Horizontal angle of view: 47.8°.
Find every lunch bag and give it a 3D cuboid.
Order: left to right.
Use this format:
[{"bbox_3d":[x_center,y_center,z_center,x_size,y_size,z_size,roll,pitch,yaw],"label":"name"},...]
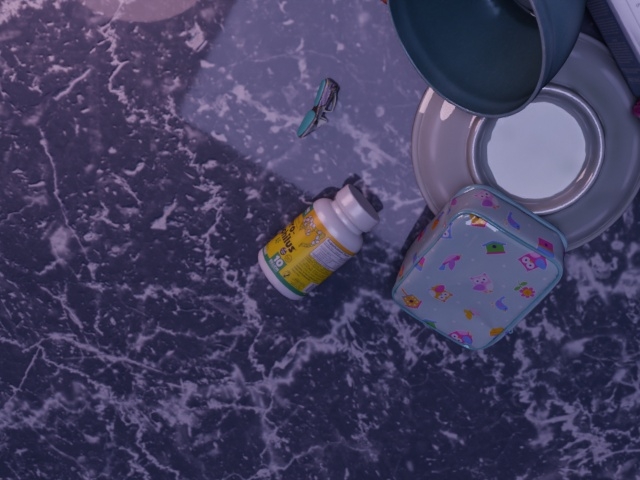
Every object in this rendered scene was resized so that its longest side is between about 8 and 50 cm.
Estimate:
[{"bbox_3d":[0.265,0.054,1.217,0.224,0.108,0.279,29,135,-4],"label":"lunch bag"}]

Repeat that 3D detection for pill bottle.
[{"bbox_3d":[0.000,0.000,1.277,0.208,0.117,0.117,-40,96,16],"label":"pill bottle"}]

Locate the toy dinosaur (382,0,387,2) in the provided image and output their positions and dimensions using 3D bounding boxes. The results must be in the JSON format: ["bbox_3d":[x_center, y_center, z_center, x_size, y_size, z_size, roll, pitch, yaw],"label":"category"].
[{"bbox_3d":[0.087,-0.429,1.206,0.090,0.047,0.082,-11,115,44],"label":"toy dinosaur"}]

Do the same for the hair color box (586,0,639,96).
[{"bbox_3d":[0.480,-0.419,1.065,0.185,0.113,0.374,-31,100,11],"label":"hair color box"}]

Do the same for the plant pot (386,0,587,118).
[{"bbox_3d":[0.267,-0.356,1.055,0.196,0.293,0.293,-38,98,-20],"label":"plant pot"}]

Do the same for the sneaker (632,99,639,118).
[{"bbox_3d":[0.617,-0.224,1.127,0.252,0.103,0.111,-33,99,-1],"label":"sneaker"}]

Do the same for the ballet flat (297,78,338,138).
[{"bbox_3d":[0.000,-0.224,1.262,0.041,0.041,0.114,28,107,0],"label":"ballet flat"}]

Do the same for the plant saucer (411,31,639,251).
[{"bbox_3d":[0.351,-0.152,1.199,0.400,0.100,0.401,2,105,7],"label":"plant saucer"}]
